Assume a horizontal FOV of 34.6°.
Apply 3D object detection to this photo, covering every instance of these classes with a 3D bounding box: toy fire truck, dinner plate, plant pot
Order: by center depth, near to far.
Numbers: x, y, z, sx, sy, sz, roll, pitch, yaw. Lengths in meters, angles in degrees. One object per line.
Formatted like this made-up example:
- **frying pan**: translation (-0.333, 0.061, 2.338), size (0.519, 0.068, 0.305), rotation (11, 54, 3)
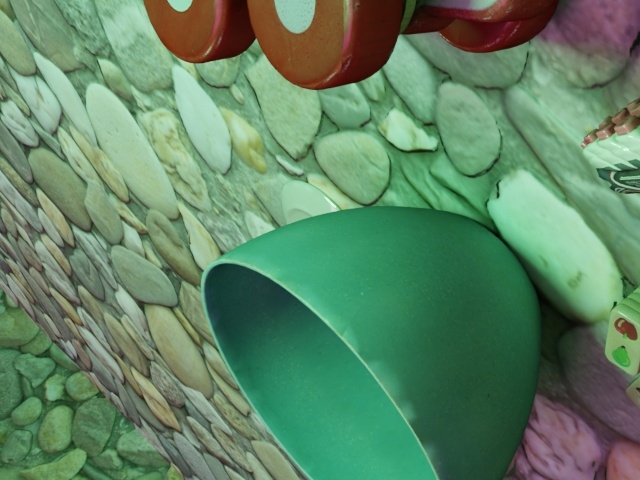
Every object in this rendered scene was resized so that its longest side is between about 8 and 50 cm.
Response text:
- **toy fire truck**: translation (0.011, -0.234, 0.603), size (0.302, 0.169, 0.254), rotation (21, 122, 49)
- **plant pot**: translation (0.068, 0.085, 0.849), size (0.290, 0.195, 0.290), rotation (41, 153, 27)
- **dinner plate**: translation (0.000, 0.000, 1.081), size (0.141, 0.017, 0.141), rotation (42, 155, 25)

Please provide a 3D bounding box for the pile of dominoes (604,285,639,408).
- **pile of dominoes**: translation (0.301, 0.123, 0.672), size (0.251, 0.040, 0.196), rotation (36, 150, 34)

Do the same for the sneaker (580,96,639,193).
- **sneaker**: translation (0.243, -0.035, 0.460), size (0.299, 0.121, 0.112), rotation (6, 122, 59)
